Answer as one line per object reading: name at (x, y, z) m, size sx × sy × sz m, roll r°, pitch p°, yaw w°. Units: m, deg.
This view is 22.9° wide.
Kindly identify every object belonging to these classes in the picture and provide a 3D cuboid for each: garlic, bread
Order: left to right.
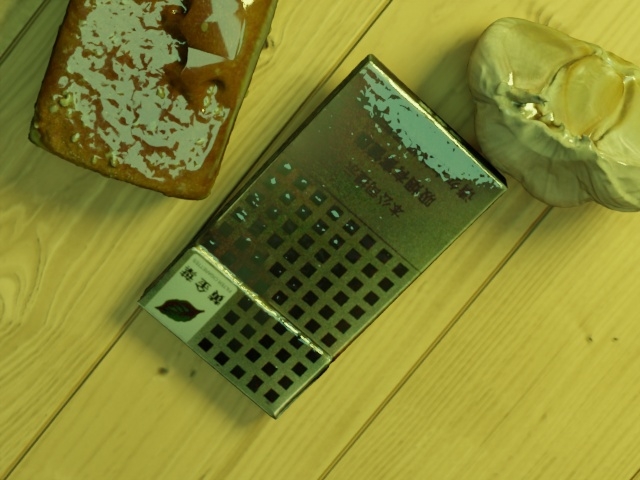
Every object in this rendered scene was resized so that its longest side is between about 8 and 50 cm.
bread at (-0.149, -0.169, 1.442) m, size 0.184 × 0.110 × 0.234 m, roll 18°, pitch 101°, yaw -5°
garlic at (0.222, -0.099, 1.451) m, size 0.229 × 0.178 × 0.143 m, roll 42°, pitch 129°, yaw 9°

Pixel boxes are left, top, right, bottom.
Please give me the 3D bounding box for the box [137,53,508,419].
box at (0.001, 0.001, 1.493) m, size 0.180 × 0.047 × 0.325 m, roll 42°, pitch 105°, yaw -10°
